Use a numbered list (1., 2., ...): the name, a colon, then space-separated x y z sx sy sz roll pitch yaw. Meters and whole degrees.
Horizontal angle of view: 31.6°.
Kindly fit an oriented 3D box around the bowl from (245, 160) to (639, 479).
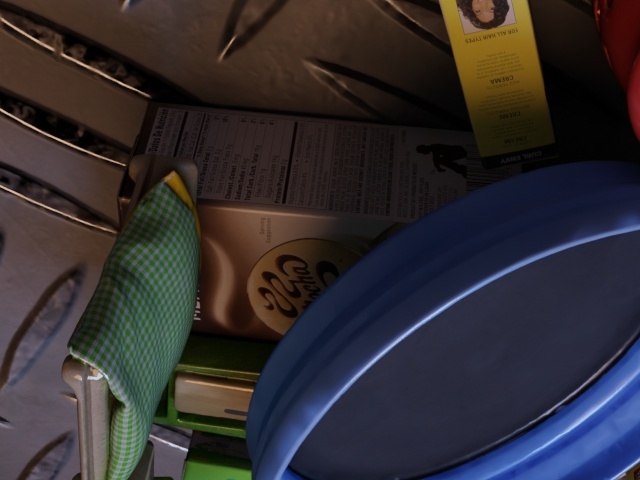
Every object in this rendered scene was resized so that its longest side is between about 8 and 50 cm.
1. bowl: 0.128 0.100 0.799 0.391 0.077 0.391 -19 142 -15

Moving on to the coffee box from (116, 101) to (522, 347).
1. coffee box: 0.000 0.000 0.901 0.297 0.118 0.168 5 136 2

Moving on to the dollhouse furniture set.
1. dollhouse furniture set: -0.077 0.109 0.793 0.151 0.197 0.301 9 137 -1

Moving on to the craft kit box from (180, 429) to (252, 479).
1. craft kit box: -0.003 0.223 1.057 0.250 0.060 0.246 10 178 -4

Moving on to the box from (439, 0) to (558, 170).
1. box: 0.111 -0.162 0.757 0.058 0.087 0.232 -11 131 13

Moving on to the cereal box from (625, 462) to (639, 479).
1. cereal box: 0.430 0.325 1.137 0.240 0.173 0.047 20 133 -12

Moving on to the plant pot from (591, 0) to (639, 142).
1. plant pot: 0.270 -0.138 0.704 0.191 0.174 0.191 3 132 4
